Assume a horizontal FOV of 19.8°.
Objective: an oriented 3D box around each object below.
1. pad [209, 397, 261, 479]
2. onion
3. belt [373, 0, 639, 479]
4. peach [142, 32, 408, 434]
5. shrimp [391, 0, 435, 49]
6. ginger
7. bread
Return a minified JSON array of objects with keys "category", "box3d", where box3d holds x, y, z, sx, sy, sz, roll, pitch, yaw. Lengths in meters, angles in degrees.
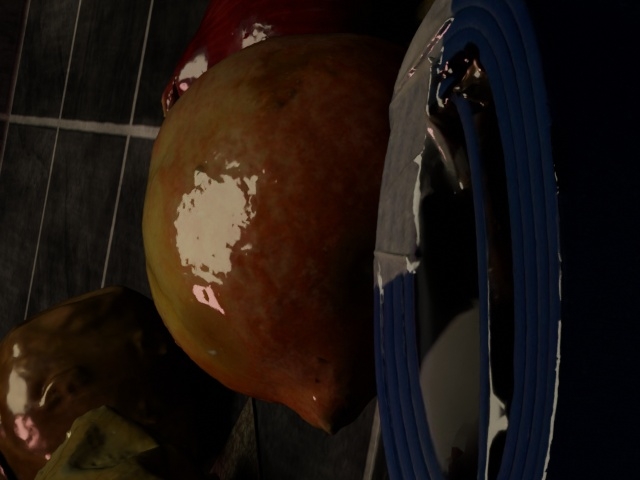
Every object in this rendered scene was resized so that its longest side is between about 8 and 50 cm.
[{"category":"pad","box3d":[-0.091,0.268,1.627,0.158,0.003,0.235,-98,25,-42]},{"category":"onion","box3d":[-0.025,-0.123,1.398,0.248,0.161,0.248,-62,7,14]},{"category":"belt","box3d":[0.119,0.024,0.960,0.212,0.117,0.347,131,143,-56]},{"category":"peach","box3d":[0.000,0.000,1.164,0.232,0.232,0.256,124,138,-51]},{"category":"shrimp","box3d":[0.061,-0.103,1.322,0.124,0.034,0.178,-122,46,-67]},{"category":"ginger","box3d":[-0.201,0.152,1.724,0.223,0.269,0.200,-27,78,25]},{"category":"bread","box3d":[-0.145,0.275,1.493,0.196,0.238,0.252,-38,34,1]}]
